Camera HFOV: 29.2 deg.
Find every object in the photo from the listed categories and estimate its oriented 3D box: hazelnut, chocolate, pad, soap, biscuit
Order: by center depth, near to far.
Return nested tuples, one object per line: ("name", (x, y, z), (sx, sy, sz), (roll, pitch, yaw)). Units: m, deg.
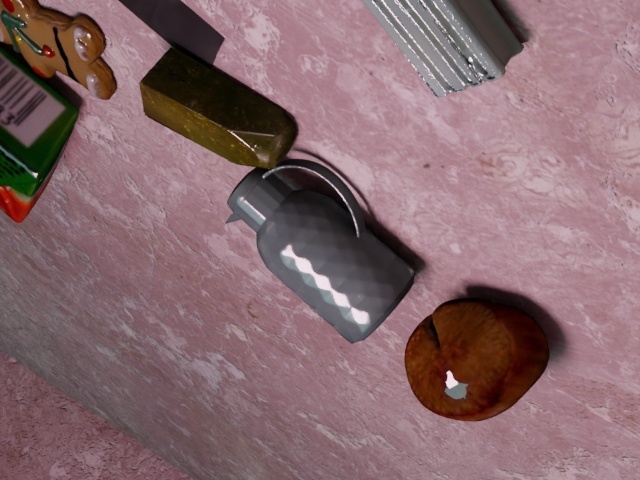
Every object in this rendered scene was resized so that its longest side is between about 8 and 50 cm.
("soap", (0.114, -0.252, 1.300), (0.198, 0.063, 0.114), (50, 151, -19))
("pad", (-0.219, -0.316, 1.707), (0.193, 0.004, 0.116), (41, 153, -1))
("hazelnut", (0.222, 0.167, 1.714), (0.204, 0.178, 0.178), (-33, 108, 31))
("biscuit", (-0.453, -0.323, 1.956), (0.301, 0.049, 0.197), (29, 150, 23))
("chocolate", (-0.604, -0.226, 2.136), (0.360, 0.161, 0.341), (40, 159, -6))

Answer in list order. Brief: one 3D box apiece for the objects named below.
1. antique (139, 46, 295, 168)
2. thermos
("antique", (-0.142, -0.177, 1.729), (0.221, 0.080, 0.081), (30, 154, 14))
("thermos", (0.000, 0.000, 1.772), (0.286, 0.145, 0.182), (42, 124, -2))
